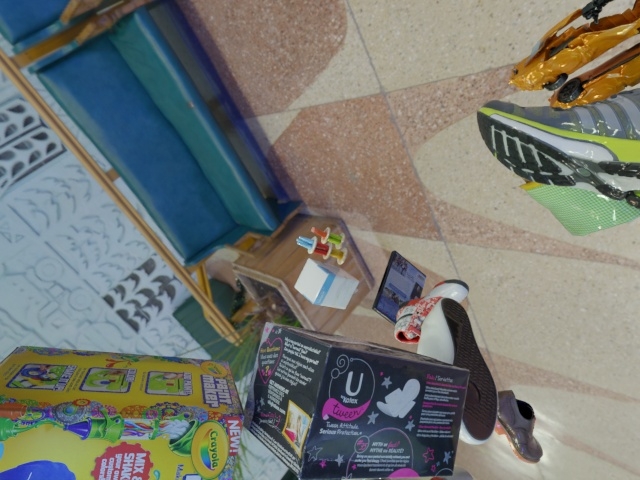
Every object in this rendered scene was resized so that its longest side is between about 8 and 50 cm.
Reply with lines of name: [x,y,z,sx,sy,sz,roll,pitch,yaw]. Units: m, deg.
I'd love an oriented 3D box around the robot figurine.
robot figurine: [0.476,-0.316,0.672,0.211,0.085,0.291,29,155,-18]

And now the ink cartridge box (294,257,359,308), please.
ink cartridge box: [0.024,0.118,1.099,0.143,0.090,0.092,19,-169,-43]

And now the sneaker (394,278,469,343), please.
sneaker: [0.331,0.226,1.250,0.090,0.145,0.270,40,135,-13]

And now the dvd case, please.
dvd case: [0.290,0.184,1.495,0.180,0.253,0.022,37,147,-19]

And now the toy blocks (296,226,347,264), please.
toy blocks: [0.000,0.000,1.212,0.148,0.123,0.054,21,125,-20]

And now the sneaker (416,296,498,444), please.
sneaker: [0.253,0.259,0.803,0.106,0.290,0.123,22,130,-13]

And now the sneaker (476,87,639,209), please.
sneaker: [0.350,-0.135,0.536,0.300,0.121,0.111,30,169,35]

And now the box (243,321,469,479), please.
box: [0.049,0.204,0.546,0.247,0.142,0.163,20,169,-32]

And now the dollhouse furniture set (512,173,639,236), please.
dollhouse furniture set: [0.487,-0.082,0.742,0.197,0.151,0.301,47,157,1]

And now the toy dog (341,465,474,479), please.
toy dog: [0.185,0.577,0.873,0.333,0.161,0.220,19,-160,-14]

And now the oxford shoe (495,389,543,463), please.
oxford shoe: [0.510,0.473,1.044,0.271,0.098,0.097,46,-160,-24]

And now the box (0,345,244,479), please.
box: [-0.267,0.307,0.511,0.279,0.290,0.177,10,-178,-20]
